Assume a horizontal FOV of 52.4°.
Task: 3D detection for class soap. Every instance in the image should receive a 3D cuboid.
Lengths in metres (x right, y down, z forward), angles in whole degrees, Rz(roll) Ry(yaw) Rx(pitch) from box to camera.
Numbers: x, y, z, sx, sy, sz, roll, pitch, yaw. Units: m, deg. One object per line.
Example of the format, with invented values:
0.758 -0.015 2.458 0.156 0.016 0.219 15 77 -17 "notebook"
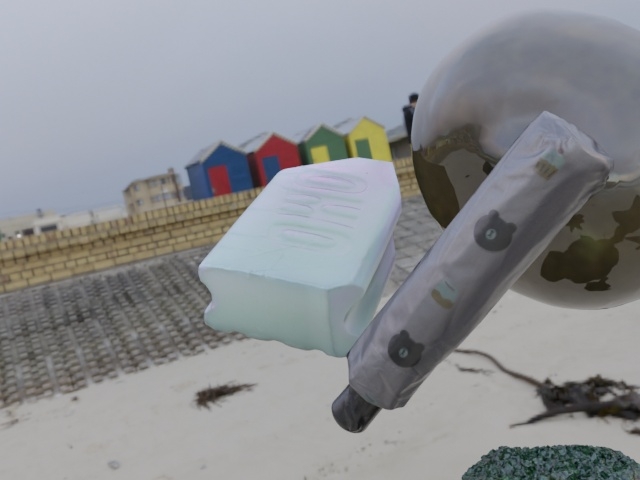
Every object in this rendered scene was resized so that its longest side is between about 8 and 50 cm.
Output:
0.000 0.000 0.914 0.208 0.114 0.347 11 34 15 "soap"

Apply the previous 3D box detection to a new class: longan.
0.280 -0.094 0.752 0.361 0.360 0.361 -12 4 1 "longan"

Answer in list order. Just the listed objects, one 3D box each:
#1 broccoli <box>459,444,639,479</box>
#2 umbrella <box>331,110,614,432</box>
0.223 0.334 0.599 0.298 0.297 0.297 22 -8 3 "broccoli"
0.111 0.045 0.558 0.337 0.073 0.067 -55 14 23 "umbrella"
